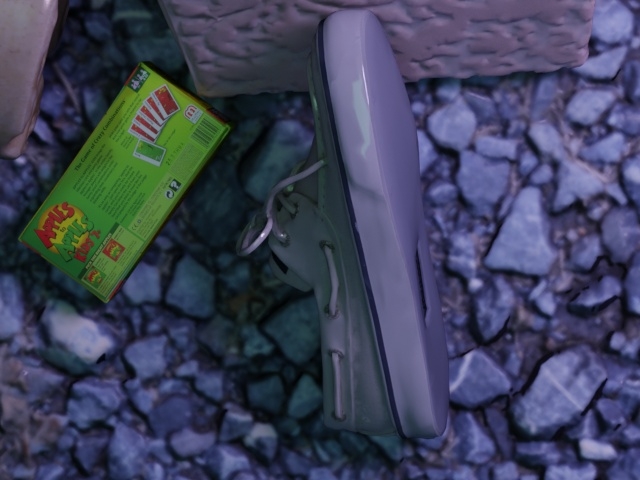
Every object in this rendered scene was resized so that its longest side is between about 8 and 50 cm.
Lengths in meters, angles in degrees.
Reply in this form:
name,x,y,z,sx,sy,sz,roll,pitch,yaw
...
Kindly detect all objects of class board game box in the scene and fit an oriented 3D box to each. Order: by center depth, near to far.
name,x,y,z,sx,sy,sz,roll,pitch,yaw
board game box,-0.160,-0.049,1.365,0.092,0.043,0.181,36,98,0

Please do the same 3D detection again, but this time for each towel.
name,x,y,z,sx,sy,sz,roll,pitch,yaw
towel,0.040,-0.210,1.209,0.332,0.317,0.053,-4,66,5

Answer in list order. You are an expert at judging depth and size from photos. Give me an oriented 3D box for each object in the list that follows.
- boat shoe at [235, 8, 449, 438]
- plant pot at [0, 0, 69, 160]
name,x,y,z,sx,sy,sz,roll,pitch,yaw
boat shoe,0.002,-0.003,1.296,0.156,0.136,0.367,-3,121,14
plant pot,-0.345,-0.205,1.244,0.305,0.334,0.333,15,98,-8
